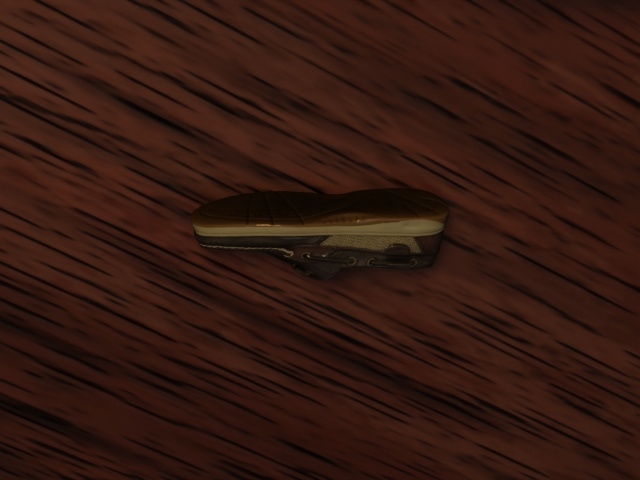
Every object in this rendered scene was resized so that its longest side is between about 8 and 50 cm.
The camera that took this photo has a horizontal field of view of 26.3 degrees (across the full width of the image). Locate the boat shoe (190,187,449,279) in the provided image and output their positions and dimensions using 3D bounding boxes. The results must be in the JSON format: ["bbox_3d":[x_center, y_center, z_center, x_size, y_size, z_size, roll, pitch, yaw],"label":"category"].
[{"bbox_3d":[0.000,0.000,0.808,0.152,0.056,0.049,-1,114,-5],"label":"boat shoe"}]
